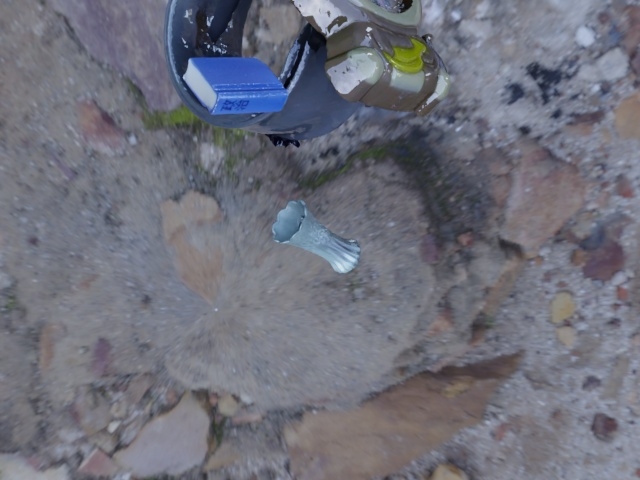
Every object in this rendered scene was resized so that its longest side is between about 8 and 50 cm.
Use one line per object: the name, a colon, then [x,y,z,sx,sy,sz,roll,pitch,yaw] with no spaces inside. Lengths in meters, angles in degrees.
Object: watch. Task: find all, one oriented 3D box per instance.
watch: [-0.044,-0.267,1.468,0.327,0.314,0.335,-30,71,36]

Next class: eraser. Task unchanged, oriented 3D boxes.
eraser: [-0.082,-0.150,1.072,0.085,0.027,0.063,-8,46,-39]

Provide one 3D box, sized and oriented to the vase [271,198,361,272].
vase: [0.000,0.000,1.819,0.149,0.081,0.081,31,83,-34]
